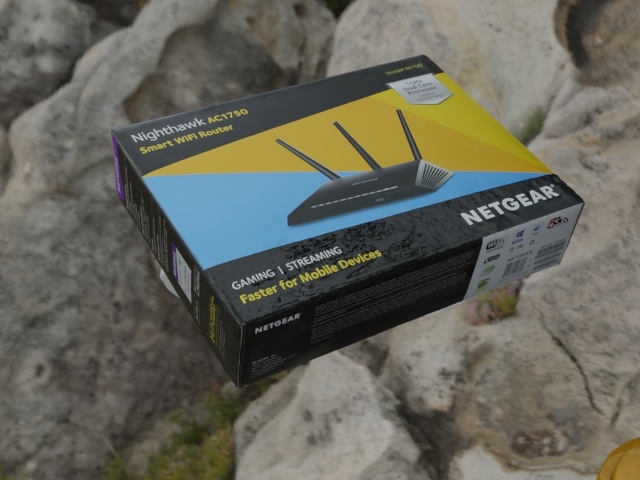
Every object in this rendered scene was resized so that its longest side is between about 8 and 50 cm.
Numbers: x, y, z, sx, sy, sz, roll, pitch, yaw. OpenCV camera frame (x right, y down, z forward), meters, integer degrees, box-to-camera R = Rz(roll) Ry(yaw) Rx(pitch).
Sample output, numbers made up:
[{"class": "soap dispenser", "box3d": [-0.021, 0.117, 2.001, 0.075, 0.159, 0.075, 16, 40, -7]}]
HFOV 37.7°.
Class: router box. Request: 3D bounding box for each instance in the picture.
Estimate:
[{"class": "router box", "box3d": [0.010, -0.020, 0.440, 0.133, 0.179, 0.046, 51, 147, 36]}]

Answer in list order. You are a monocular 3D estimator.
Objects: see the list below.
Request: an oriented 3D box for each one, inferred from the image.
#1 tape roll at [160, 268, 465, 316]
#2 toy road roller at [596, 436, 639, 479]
[{"class": "tape roll", "box3d": [0.000, 0.000, 0.862, 0.286, 0.286, 0.100, -11, 68, 32]}, {"class": "toy road roller", "box3d": [0.374, 0.215, 0.700, 0.330, 0.240, 0.202, -3, 37, 7]}]
